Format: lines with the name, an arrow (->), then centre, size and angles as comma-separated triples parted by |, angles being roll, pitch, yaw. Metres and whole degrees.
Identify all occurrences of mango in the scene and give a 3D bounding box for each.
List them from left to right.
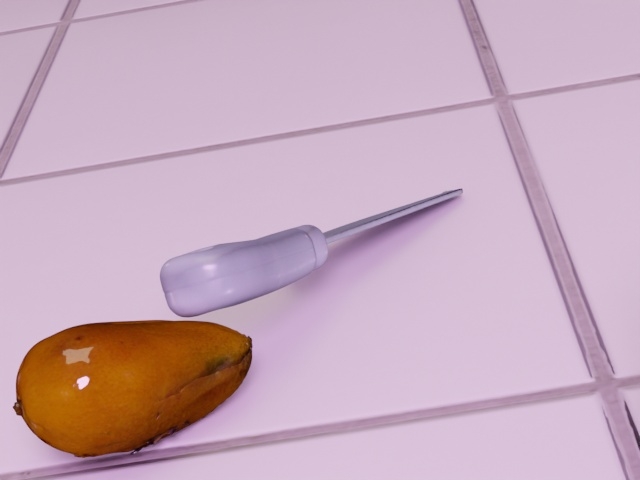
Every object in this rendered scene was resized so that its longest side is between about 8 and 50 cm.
mango -> -0.124, 0.094, 0.919 | 0.159, 0.084, 0.105 | 0, 4, -37

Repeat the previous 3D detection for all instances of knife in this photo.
knife -> -0.002, 0.001, 1.053 | 0.080, 0.044, 0.331 | -17, 2, 37
